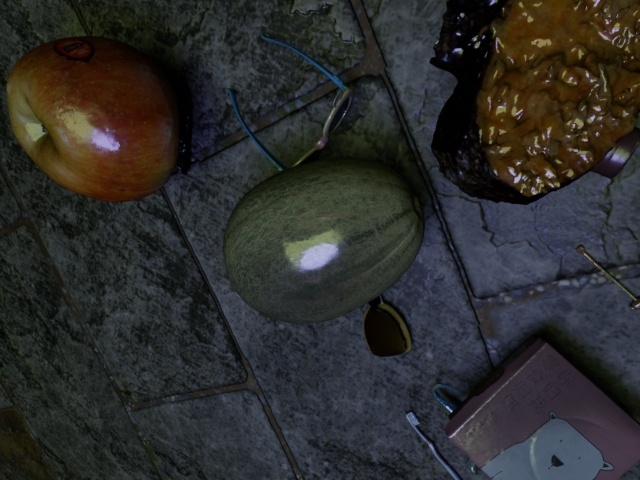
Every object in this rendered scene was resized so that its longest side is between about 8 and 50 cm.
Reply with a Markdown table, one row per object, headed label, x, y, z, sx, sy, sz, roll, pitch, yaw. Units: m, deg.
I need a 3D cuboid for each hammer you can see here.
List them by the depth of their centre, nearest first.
| label | x | y | z | sx | sy | sz | roll | pitch | yaw |
| --- | --- | --- | --- | --- | --- | --- | --- | --- | --- |
| hammer | 0.425 | 0.053 | 0.688 | 0.123 | 0.014 | 0.029 | 45 | 111 | 8 |

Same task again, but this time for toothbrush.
| label | x | y | z | sx | sy | sz | roll | pitch | yaw |
| --- | --- | --- | --- | --- | --- | --- | --- | --- | --- |
| toothbrush | 0.227 | 0.410 | 0.905 | 0.019 | 0.013 | 0.193 | -37 | 89 | 22 |

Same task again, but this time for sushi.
| label | x | y | z | sx | sy | sz | roll | pitch | yaw |
| --- | --- | --- | --- | --- | --- | --- | --- | --- | --- |
| sushi | 0.245 | -0.211 | 0.519 | 0.235 | 0.207 | 0.348 | 26 | 88 | 9 |

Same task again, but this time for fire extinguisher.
| label | x | y | z | sx | sy | sz | roll | pitch | yaw |
| --- | --- | --- | --- | --- | --- | --- | --- | --- | --- |
| fire extinguisher | 0.293 | -0.150 | 0.632 | 0.231 | 0.099 | 0.071 | 25 | 155 | 14 |

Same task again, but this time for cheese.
| label | x | y | z | sx | sy | sz | roll | pitch | yaw |
| --- | --- | --- | --- | --- | --- | --- | --- | --- | --- |
| cheese | 0.105 | 0.132 | 0.853 | 0.086 | 0.036 | 0.162 | -15 | 101 | 32 |

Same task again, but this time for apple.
| label | x | y | z | sx | sy | sz | roll | pitch | yaw |
| --- | --- | --- | --- | --- | --- | --- | --- | --- | --- |
| apple | -0.395 | -0.210 | 0.819 | 0.309 | 0.250 | 0.277 | 30 | 117 | 48 |

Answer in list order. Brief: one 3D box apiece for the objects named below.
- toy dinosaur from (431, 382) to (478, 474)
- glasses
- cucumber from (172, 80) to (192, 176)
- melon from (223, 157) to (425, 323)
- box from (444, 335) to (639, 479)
| label | x | y | z | sx | sy | sz | roll | pitch | yaw |
| --- | --- | --- | --- | --- | --- | --- | --- | --- | --- |
| toy dinosaur | 0.333 | 0.390 | 0.816 | 0.363 | 0.076 | 0.147 | 31 | 101 | 10 |
| glasses | -0.050 | -0.234 | 0.800 | 0.189 | 0.088 | 0.220 | -50 | 63 | 31 |
| cucumber | -0.273 | -0.215 | 0.905 | 0.053 | 0.053 | 0.181 | 18 | 112 | 19 |
| melon | 0.000 | 0.000 | 0.737 | 0.329 | 0.248 | 0.248 | -21 | 98 | 27 |
| box | 0.342 | 0.291 | 0.729 | 0.215 | 0.086 | 0.215 | 42 | 98 | 6 |
